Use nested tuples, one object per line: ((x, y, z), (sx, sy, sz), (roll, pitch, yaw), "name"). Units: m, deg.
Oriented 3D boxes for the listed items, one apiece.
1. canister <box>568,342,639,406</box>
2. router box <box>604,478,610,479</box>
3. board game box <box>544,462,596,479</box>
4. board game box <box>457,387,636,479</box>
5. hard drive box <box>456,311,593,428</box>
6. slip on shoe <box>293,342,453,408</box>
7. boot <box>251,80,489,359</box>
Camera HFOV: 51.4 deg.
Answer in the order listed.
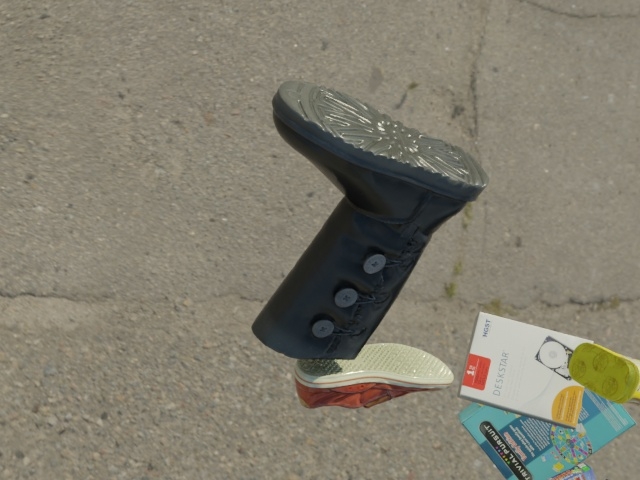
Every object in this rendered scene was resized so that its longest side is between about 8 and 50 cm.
((0.528, 0.237, 1.124), (0.170, 0.126, 0.073), (18, 95, -23), "canister")
((0.513, 0.506, 1.181), (0.133, 0.046, 0.179), (24, 128, -5), "router box")
((0.576, 0.623, 1.503), (0.136, 0.035, 0.201), (-21, 96, -6), "board game box")
((0.556, 0.443, 1.657), (0.336, 0.079, 0.253), (-38, 89, 6), "board game box")
((0.417, 0.267, 1.368), (0.089, 0.232, 0.181), (61, 43, -74), "hard drive box")
((0.105, 0.276, 1.320), (0.331, 0.123, 0.101), (0, 118, -18), "slip on shoe")
((0.002, 0.001, 1.088), (0.367, 0.146, 0.445), (21, 126, -21), "boot")
